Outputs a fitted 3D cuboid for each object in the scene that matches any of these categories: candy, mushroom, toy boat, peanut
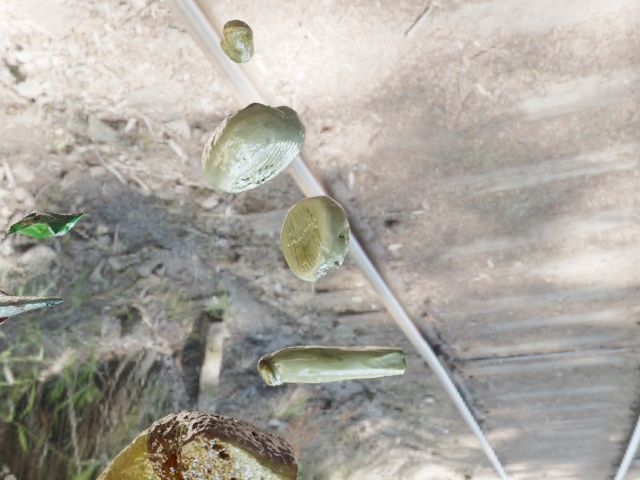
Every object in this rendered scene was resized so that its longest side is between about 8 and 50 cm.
[{"bbox_3d":[-0.794,-0.047,2.148,0.141,0.078,0.203,10,-163,15],"label":"candy"},{"bbox_3d":[0.023,0.257,1.558,0.312,0.081,0.100,-5,-178,4],"label":"mushroom"},{"bbox_3d":[-0.678,0.143,1.553,0.282,0.096,0.206,-5,176,24],"label":"toy boat"},{"bbox_3d":[-0.221,-0.531,1.961,0.093,0.083,0.194,28,173,4],"label":"peanut"}]

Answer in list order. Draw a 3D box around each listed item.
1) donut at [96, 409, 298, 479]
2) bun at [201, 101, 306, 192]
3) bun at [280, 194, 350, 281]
[{"bbox_3d":[-0.150,0.251,0.815,0.295,0.151,0.112,-35,110,24],"label":"donut"},{"bbox_3d":[-0.168,-0.224,1.733,0.272,0.168,0.273,-33,172,-5],"label":"bun"},{"bbox_3d":[0.000,0.000,1.710,0.127,0.193,0.178,11,148,-42],"label":"bun"}]
